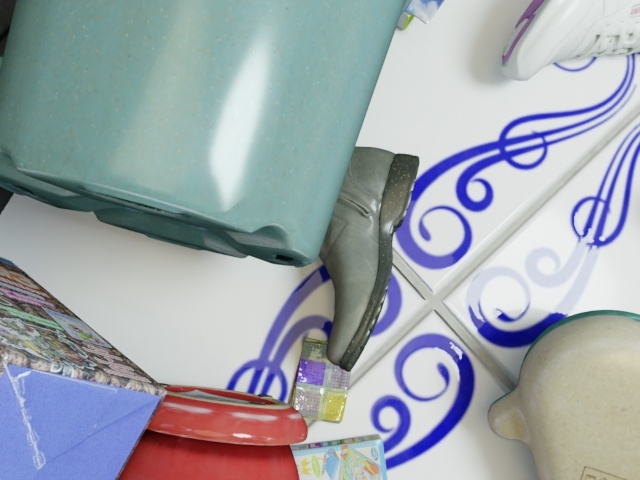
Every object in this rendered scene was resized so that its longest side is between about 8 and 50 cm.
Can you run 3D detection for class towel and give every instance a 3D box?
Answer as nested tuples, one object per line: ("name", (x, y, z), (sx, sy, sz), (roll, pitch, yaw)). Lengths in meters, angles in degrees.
("towel", (0.002, 0.151, 0.579), (0.060, 0.009, 0.083), (13, 83, -1))

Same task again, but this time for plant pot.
("plant pot", (-0.086, -0.169, 0.442), (0.341, 0.341, 0.334), (15, 81, -1))
("plant pot", (-0.105, 0.223, 0.475), (0.191, 0.191, 0.174), (8, 79, -2))

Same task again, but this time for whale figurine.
("whale figurine", (0.279, 0.199, 0.541), (0.216, 0.141, 0.272), (12, 105, 20))

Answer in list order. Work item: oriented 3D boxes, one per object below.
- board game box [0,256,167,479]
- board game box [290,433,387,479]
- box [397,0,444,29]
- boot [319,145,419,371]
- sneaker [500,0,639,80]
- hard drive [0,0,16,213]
("board game box", (-0.309, 0.142, 0.429), (0.291, 0.141, 0.232), (24, 81, 35))
("board game box", (0.021, 0.286, 0.555), (0.103, 0.026, 0.154), (-6, 83, -4))
("box", (0.075, -0.330, 0.626), (0.178, 0.042, 0.109), (36, 83, 1))
("boot", (0.000, 0.000, 0.571), (0.161, 0.083, 0.247), (14, 75, 6))
("sneaker", (0.339, -0.257, 0.595), (0.305, 0.114, 0.152), (-37, 86, -7))
("hard drive", (-0.355, -0.141, 0.485), (0.236, 0.064, 0.339), (6, 48, -2))
